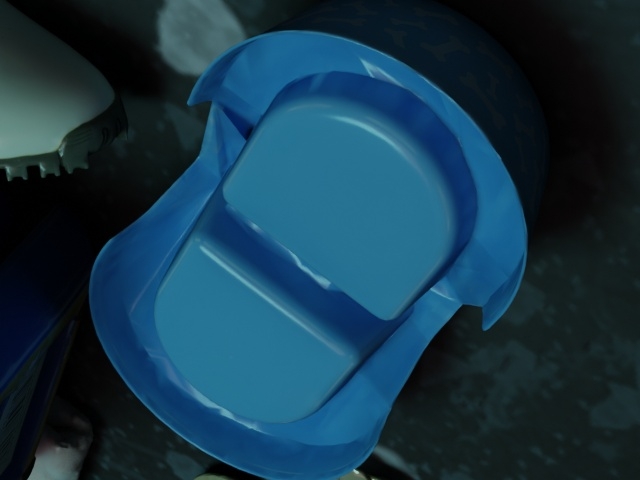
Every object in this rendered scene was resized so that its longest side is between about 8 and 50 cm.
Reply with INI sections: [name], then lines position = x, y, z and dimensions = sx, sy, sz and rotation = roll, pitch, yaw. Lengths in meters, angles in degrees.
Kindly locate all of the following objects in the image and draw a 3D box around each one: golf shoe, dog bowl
[golf shoe]
position = -0.216, -0.121, 0.795
dimensions = 0.273, 0.105, 0.120
rotation = 26, 130, 13
[dog bowl]
position = 0.000, 0.000, 0.772
dimensions = 0.166, 0.074, 0.297
rotation = 37, 138, 1

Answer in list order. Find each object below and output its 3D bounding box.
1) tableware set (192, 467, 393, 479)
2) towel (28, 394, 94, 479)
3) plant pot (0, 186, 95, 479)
[tableware set]
position = -0.012, 0.153, 0.948
dimensions = 0.141, 0.020, 0.168
rotation = 30, 136, 9
[towel]
position = -0.322, 0.142, 1.122
dimensions = 0.317, 0.053, 0.332
rotation = 33, 138, 6
[plant pot]
position = -0.259, 0.069, 0.865
dimensions = 0.212, 0.236, 0.236
rotation = 25, 119, 3
